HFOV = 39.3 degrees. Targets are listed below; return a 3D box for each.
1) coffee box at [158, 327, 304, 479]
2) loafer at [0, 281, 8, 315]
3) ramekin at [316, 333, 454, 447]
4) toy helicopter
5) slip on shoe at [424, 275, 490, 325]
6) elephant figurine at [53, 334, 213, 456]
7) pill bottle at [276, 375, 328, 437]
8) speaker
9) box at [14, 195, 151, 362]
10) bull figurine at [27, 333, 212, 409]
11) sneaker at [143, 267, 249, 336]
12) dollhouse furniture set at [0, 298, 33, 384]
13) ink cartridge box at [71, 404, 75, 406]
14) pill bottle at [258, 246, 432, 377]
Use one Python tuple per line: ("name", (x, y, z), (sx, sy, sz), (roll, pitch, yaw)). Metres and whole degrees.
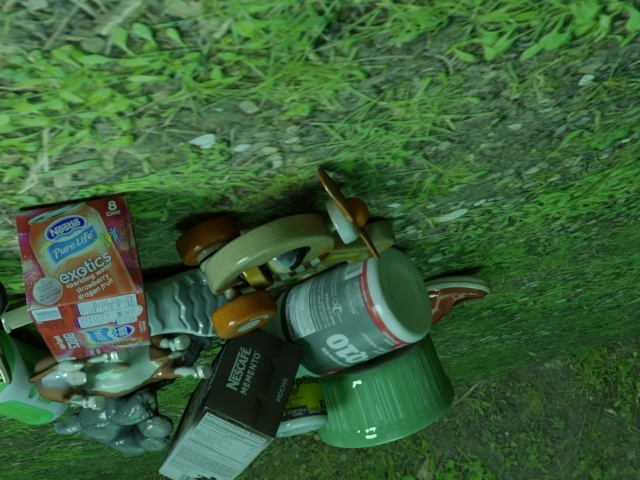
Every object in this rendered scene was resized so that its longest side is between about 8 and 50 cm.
("coffee box", (-0.150, 0.281, 1.465), (0.119, 0.168, 0.297), (26, 140, -8))
("loafer", (-0.468, 0.081, 1.142), (0.220, 0.080, 0.078), (-14, -172, 32))
("ramekin", (0.115, 0.292, 1.877), (0.303, 0.148, 0.303), (-18, -168, 4))
("toy helicopter", (0.000, 0.000, 1.199), (0.235, 0.140, 0.355), (-37, 163, 32))
("slip on shoe", (0.181, 0.150, 1.751), (0.331, 0.101, 0.123), (-22, 158, 21))
("elephant figurine", (-0.317, 0.241, 1.571), (0.169, 0.239, 0.186), (-30, 129, 31))
("pill bottle", (-0.062, 0.256, 1.702), (0.117, 0.215, 0.117), (-12, 162, -4))
("speaker", (-0.492, 0.218, 1.425), (0.131, 0.131, 0.296), (-14, 162, 1))
("box", (-0.282, 0.054, 1.096), (0.128, 0.122, 0.257), (-10, 161, -12))
("bull figurine", (-0.286, 0.183, 1.389), (0.310, 0.101, 0.188), (-17, -172, -39))
("sneaker", (-0.230, 0.087, 1.328), (0.281, 0.105, 0.115), (-6, -169, -30))
("dollhouse furniture set", (-0.445, 0.166, 1.189), (0.182, 0.101, 0.161), (-20, -165, -14))
("ink cartridge box", (-0.424, 0.274, 1.739), (0.181, 0.061, 0.104), (-6, 160, -23))
("pill bottle", (0.026, 0.131, 1.485), (0.283, 0.161, 0.161), (-26, 158, 32))
